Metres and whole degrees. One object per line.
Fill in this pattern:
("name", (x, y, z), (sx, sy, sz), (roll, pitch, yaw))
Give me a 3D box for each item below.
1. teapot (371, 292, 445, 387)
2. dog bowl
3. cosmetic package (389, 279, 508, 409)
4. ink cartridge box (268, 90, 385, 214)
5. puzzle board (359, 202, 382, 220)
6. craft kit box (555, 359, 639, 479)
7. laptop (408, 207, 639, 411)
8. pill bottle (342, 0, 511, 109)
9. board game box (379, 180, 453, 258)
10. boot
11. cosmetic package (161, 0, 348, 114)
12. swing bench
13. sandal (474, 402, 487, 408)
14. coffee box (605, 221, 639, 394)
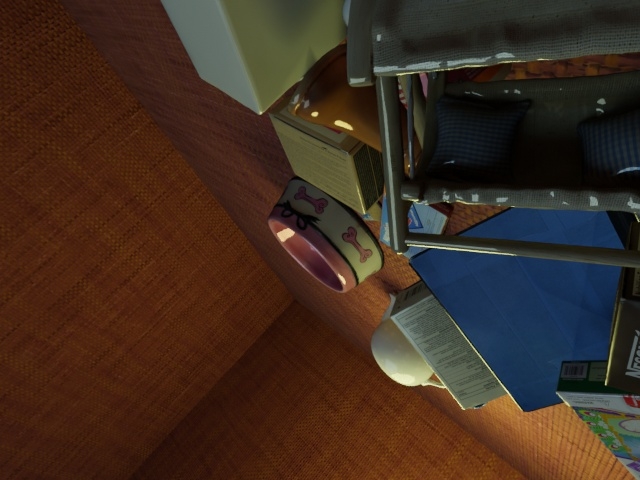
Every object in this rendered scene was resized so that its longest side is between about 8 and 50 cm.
("teapot", (0.308, 0.342, 1.404), (0.255, 0.187, 0.253), (28, -148, -15))
("dog bowl", (0.000, 0.000, 1.347), (0.408, 0.150, 0.408), (40, 164, 13))
("cosmetic package", (0.321, 0.233, 1.017), (0.296, 0.153, 0.129), (53, -151, -5))
("ink cartridge box", (0.019, -0.186, 0.905), (0.234, 0.088, 0.193), (35, 161, 32))
("puzzle board", (0.117, -0.087, 1.070), (0.096, 0.011, 0.128), (48, 165, -19))
("craft kit box", (0.461, 0.230, 0.489), (0.246, 0.061, 0.249), (42, 147, -15))
("laptop", (0.382, 0.121, 0.485), (0.382, 0.236, 0.408), (49, 173, -21))
("pill bottle", (0.101, -0.244, 0.468), (0.221, 0.121, 0.121), (48, 165, -16))
("board game box", (0.202, -0.032, 0.948), (0.145, 0.027, 0.281), (32, 162, 18))
("boot", (0.094, -0.139, 0.572), (0.220, 0.109, 0.283), (48, -156, 8))
("cosmetic package", (-0.094, -0.368, 0.472), (0.156, 0.217, 0.385), (36, 161, 24))
("swing bench", (0.172, -0.119, 0.321), (0.253, 0.165, 0.255), (5, 137, 29))
("sandal", (0.462, 0.402, 1.221), (0.126, 0.138, 0.317), (18, 156, 24))
("coffee box", (0.375, 0.078, 0.327), (0.246, 0.098, 0.141), (9, 138, 35))
